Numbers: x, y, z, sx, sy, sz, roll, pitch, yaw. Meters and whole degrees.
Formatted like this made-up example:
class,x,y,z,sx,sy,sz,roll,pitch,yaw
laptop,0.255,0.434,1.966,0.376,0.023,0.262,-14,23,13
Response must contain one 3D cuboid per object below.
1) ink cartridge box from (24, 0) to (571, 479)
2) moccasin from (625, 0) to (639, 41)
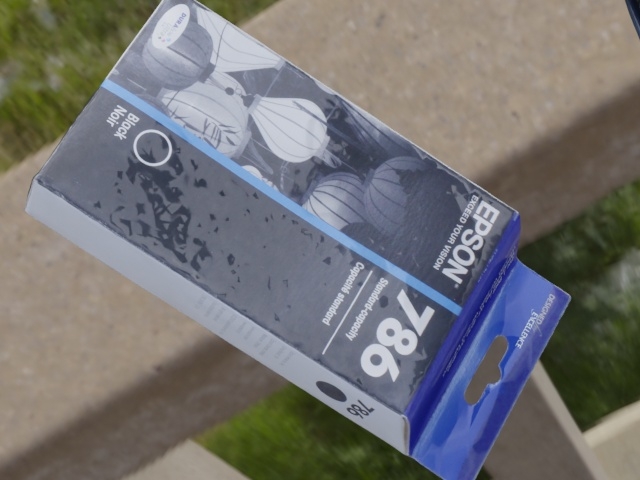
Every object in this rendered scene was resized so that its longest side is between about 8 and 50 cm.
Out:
class,x,y,z,sx,sy,sz,roll,pitch,yaw
ink cartridge box,0.000,0.000,0.972,0.333,0.065,0.165,33,66,-5
moccasin,0.184,-0.173,0.779,0.117,0.137,0.342,-14,69,-21
